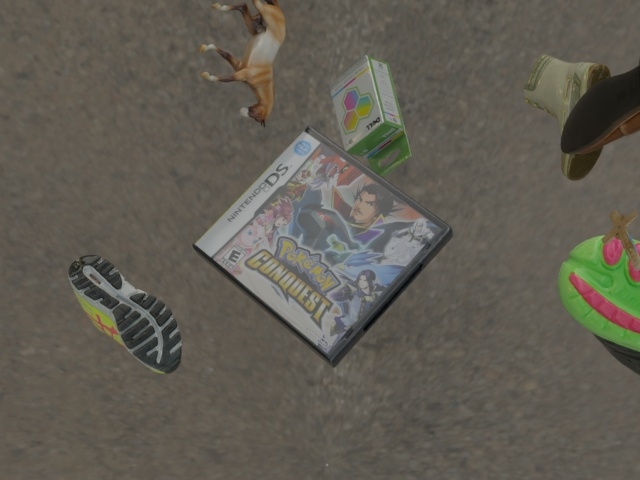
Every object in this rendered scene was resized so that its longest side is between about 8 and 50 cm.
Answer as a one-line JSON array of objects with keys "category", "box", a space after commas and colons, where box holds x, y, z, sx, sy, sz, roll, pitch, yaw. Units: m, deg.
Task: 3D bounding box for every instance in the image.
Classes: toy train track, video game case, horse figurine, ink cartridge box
[{"category": "toy train track", "box": [0.311, 0.000, 1.066, 0.014, 0.048, 0.083, 26, 33, -27]}, {"category": "video game case", "box": [0.000, 0.000, 1.469, 0.275, 0.035, 0.248, 38, 77, 25]}, {"category": "horse figurine", "box": [-0.125, -0.354, 1.884, 0.174, 0.066, 0.263, 19, 80, -36]}, {"category": "ink cartridge box", "box": [0.091, -0.225, 1.961, 0.062, 0.109, 0.209, 11, 56, -40]}]

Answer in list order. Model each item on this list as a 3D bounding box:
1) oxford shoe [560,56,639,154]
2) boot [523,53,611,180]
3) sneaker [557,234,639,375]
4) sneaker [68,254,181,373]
[{"category": "oxford shoe", "box": [0.327, -0.134, 1.088, 0.076, 0.212, 0.076, 19, 66, -20]}, {"category": "boot", "box": [0.443, -0.229, 1.940, 0.077, 0.165, 0.213, -4, 108, -32]}, {"category": "sneaker", "box": [0.544, 0.158, 1.442, 0.483, 0.202, 0.185, 41, 95, 12]}, {"category": "sneaker", "box": [-0.272, 0.112, 1.496, 0.081, 0.094, 0.208, -37, 74, -28]}]
